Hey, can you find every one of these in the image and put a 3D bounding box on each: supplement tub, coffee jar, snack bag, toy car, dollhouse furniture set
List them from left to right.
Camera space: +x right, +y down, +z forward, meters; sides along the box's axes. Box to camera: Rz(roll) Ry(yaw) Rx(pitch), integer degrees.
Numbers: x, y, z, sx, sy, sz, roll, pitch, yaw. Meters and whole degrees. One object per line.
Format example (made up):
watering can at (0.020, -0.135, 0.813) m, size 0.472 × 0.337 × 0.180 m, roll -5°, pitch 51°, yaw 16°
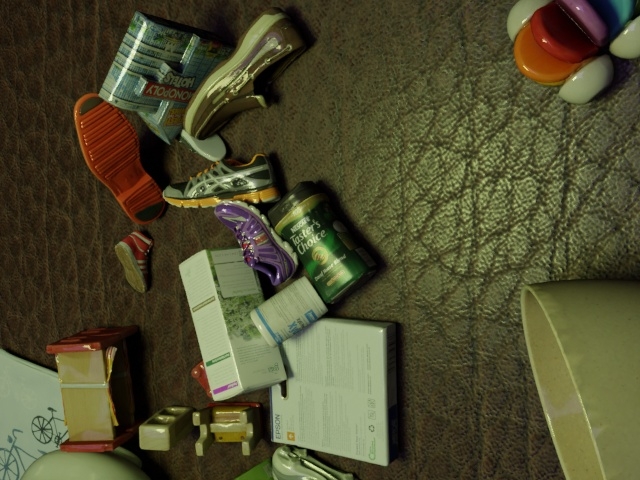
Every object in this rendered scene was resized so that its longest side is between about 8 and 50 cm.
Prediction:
snack bag at (-0.585, 0.416, 1.615) m, size 0.323 × 0.037 × 0.342 m, roll 13°, pitch 103°, yaw 27°
dollhouse furniture set at (-0.286, 0.264, 1.382) m, size 0.374 × 0.152 × 0.201 m, roll -3°, pitch 95°, yaw 13°
supplement tub at (-0.050, 0.112, 1.201) m, size 0.107 × 0.071 × 0.071 m, roll -34°, pitch 78°, yaw -2°
coffee jar at (0.000, 0.000, 1.195) m, size 0.096 × 0.079 × 0.184 m, roll -42°, pitch 76°, yaw 26°
toy car at (0.317, -0.268, 0.941) m, size 0.182 × 0.136 × 0.159 m, roll -44°, pitch 75°, yaw 27°

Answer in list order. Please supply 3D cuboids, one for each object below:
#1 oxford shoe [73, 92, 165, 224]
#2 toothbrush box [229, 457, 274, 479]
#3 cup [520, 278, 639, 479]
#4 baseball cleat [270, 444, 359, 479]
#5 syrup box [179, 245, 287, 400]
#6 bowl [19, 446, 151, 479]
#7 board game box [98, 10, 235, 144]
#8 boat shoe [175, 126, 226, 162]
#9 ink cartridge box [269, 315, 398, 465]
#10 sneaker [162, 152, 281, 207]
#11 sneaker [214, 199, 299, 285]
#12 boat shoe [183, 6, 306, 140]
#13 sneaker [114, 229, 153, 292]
oxford shoe at (-0.360, -0.143, 1.307) m, size 0.098 × 0.097 × 0.271 m, roll 37°, pitch 154°, yaw 39°
toothbrush box at (-0.197, 0.497, 1.260) m, size 0.206 × 0.283 × 0.122 m, roll -39°, pitch 78°, yaw 29°
cup at (0.396, 0.181, 0.885) m, size 0.237 × 0.331 × 0.331 m, roll -15°, pitch 89°, yaw 7°
baseball cleat at (0.006, 0.420, 1.268) m, size 0.206 × 0.072 × 0.109 m, roll 29°, pitch 124°, yaw 28°
syrup box at (-0.146, 0.134, 1.258) m, size 0.096 × 0.093 × 0.236 m, roll -28°, pitch 74°, yaw 46°
bowl at (-0.425, 0.465, 1.439) m, size 0.298 × 0.298 × 0.134 m, roll -14°, pitch 46°, yaw 31°
board game box at (-0.252, -0.252, 1.231) m, size 0.060 × 0.194 × 0.194 m, roll 37°, pitch 110°, yaw 21°
boat shoe at (-0.217, -0.176, 1.318) m, size 0.142 × 0.049 × 0.040 m, roll 40°, pitch 145°, yaw 18°
ink cartridge box at (0.018, 0.233, 1.236) m, size 0.224 × 0.045 × 0.223 m, roll 3°, pitch 98°, yaw 32°
sneaker at (-0.166, -0.096, 1.280) m, size 0.215 × 0.084 × 0.083 m, roll -4°, pitch 94°, yaw 20°
sneaker at (-0.107, 0.003, 1.224) m, size 0.170 × 0.071 × 0.068 m, roll 45°, pitch 146°, yaw -10°
boat shoe at (-0.121, -0.245, 1.223) m, size 0.095 × 0.095 × 0.257 m, roll 47°, pitch 116°, yaw 9°
sneaker at (-0.334, 0.037, 1.420) m, size 0.042 × 0.067 × 0.118 m, roll 9°, pitch 132°, yaw 26°
